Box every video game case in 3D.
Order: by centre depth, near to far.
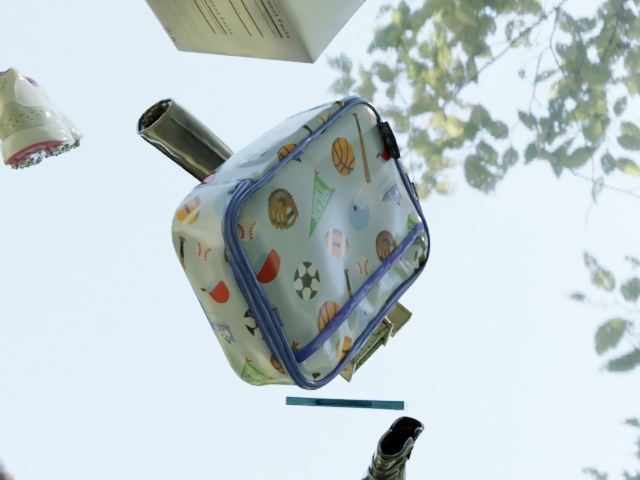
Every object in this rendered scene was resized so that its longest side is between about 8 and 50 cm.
[{"bbox_3d":[0.041,0.235,1.255,0.166,0.015,0.119,1,-12,9],"label":"video game case"}]

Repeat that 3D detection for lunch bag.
[{"bbox_3d":[0.000,0.000,0.907,0.115,0.303,0.243,-8,-65,42],"label":"lunch bag"}]

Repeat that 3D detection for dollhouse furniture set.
[{"bbox_3d":[0.058,0.135,1.620,0.161,0.182,0.101,40,-25,17],"label":"dollhouse furniture set"}]

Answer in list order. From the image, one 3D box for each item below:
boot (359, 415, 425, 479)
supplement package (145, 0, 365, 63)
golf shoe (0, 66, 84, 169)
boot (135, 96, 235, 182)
[{"bbox_3d":[0.110,0.525,1.841,0.118,0.338,0.223,21,-59,13],"label":"boot"},{"bbox_3d":[-0.083,-0.305,1.007,0.244,0.139,0.134,15,-31,41],"label":"supplement package"},{"bbox_3d":[-0.424,-0.182,1.278,0.115,0.306,0.140,-26,-79,-12],"label":"golf shoe"},{"bbox_3d":[-0.136,-0.085,1.063,0.208,0.076,0.189,29,-19,-23],"label":"boot"}]
